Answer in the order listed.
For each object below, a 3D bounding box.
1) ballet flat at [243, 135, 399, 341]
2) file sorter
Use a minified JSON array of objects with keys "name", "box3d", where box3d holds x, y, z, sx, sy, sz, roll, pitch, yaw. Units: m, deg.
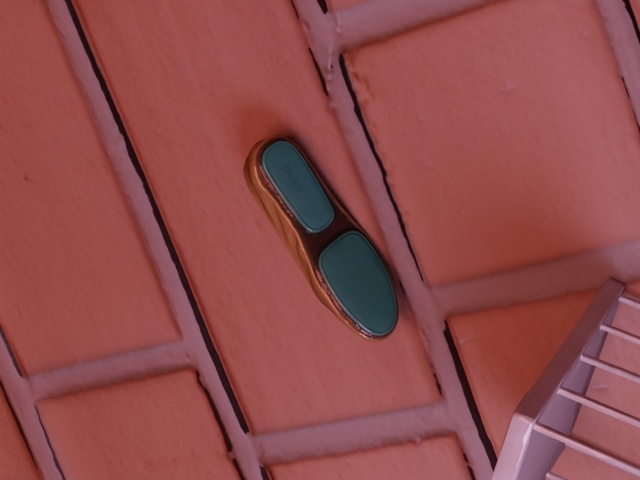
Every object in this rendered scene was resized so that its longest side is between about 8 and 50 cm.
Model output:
[{"name":"ballet flat","box3d":[0.000,0.000,1.556,0.232,0.080,0.073,60,153,-2]},{"name":"file sorter","box3d":[0.263,0.196,1.357,0.173,0.278,0.192,23,120,17]}]
